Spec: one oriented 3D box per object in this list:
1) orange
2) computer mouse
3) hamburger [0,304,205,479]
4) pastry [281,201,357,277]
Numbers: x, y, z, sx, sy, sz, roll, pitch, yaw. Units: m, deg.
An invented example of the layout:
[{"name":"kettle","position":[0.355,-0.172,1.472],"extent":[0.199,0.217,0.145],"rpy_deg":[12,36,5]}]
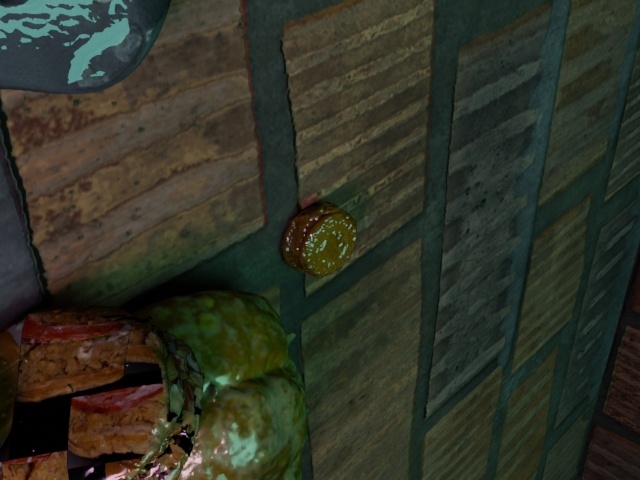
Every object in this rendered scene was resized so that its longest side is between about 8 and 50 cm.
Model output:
[{"name":"orange","position":[-0.126,0.236,0.892],"extent":[0.271,0.210,0.368],"rpy_deg":[-17,124,-42]},{"name":"computer mouse","position":[-0.274,-0.180,0.524],"extent":[0.380,0.090,0.167],"rpy_deg":[-15,124,-39]},{"name":"hamburger","position":[-0.221,0.152,0.704],"extent":[0.231,0.231,0.106],"rpy_deg":[-49,155,-17]},{"name":"pastry","position":[0.000,0.000,1.009],"extent":[0.097,0.057,0.109],"rpy_deg":[-12,121,-45]}]
